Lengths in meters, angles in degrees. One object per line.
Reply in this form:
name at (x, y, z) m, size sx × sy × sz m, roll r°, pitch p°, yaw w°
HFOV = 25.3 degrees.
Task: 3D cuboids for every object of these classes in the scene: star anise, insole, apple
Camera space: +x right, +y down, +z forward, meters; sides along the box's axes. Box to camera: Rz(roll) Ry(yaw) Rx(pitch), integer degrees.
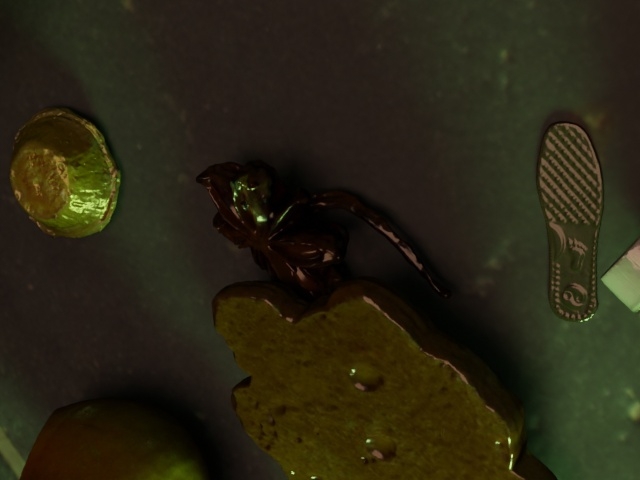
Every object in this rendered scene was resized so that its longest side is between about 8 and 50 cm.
star anise at (0.000, 0.000, 0.973) m, size 0.190 × 0.070 × 0.097 m, roll 34°, pitch 145°, yaw 12°
insole at (0.161, -0.011, 0.920) m, size 0.045 × 0.002 × 0.135 m, roll 5°, pitch 108°, yaw 26°
apple at (-0.166, 0.193, 1.070) m, size 0.163 × 0.147 × 0.146 m, roll 18°, pitch 113°, yaw 23°

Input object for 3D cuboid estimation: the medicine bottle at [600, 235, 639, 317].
medicine bottle at (0.257, 0.063, 0.857) m, size 0.183 × 0.069 × 0.119 m, roll 43°, pitch 121°, yaw 7°

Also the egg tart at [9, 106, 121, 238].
egg tart at (-0.200, -0.048, 1.072) m, size 0.105 × 0.039 × 0.105 m, roll 9°, pitch 110°, yaw 27°

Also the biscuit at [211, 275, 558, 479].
biscuit at (0.043, 0.126, 0.986) m, size 0.290 × 0.041 × 0.208 m, roll 42°, pitch 134°, yaw 1°
